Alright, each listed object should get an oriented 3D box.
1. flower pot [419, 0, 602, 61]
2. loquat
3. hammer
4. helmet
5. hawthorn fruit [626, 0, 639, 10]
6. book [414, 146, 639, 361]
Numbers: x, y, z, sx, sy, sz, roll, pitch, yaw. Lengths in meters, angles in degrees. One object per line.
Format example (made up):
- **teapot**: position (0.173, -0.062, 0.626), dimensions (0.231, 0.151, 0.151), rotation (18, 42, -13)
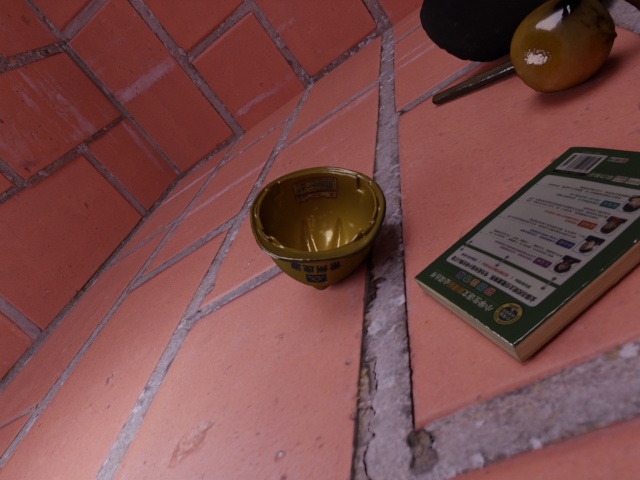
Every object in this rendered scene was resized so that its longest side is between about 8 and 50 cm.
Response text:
- **flower pot**: position (0.370, -0.529, 1.055), dimensions (0.379, 0.379, 0.251), rotation (-52, -1, -31)
- **loquat**: position (0.377, -0.308, 0.795), dimensions (0.163, 0.137, 0.163), rotation (-39, 33, 32)
- **hammer**: position (0.372, -0.342, 1.016), dimensions (0.365, 0.043, 0.111), rotation (-12, 35, 54)
- **helmet**: position (0.000, 0.000, 0.786), dimensions (0.205, 0.140, 0.257), rotation (-3, 38, 4)
- **hawthorn fruit**: position (0.528, -0.422, 0.681), dimensions (0.248, 0.208, 0.208), rotation (-51, 23, -9)
- **book**: position (0.248, -0.006, 0.543), dimensions (0.264, 0.027, 0.202), rotation (-39, 22, -4)
